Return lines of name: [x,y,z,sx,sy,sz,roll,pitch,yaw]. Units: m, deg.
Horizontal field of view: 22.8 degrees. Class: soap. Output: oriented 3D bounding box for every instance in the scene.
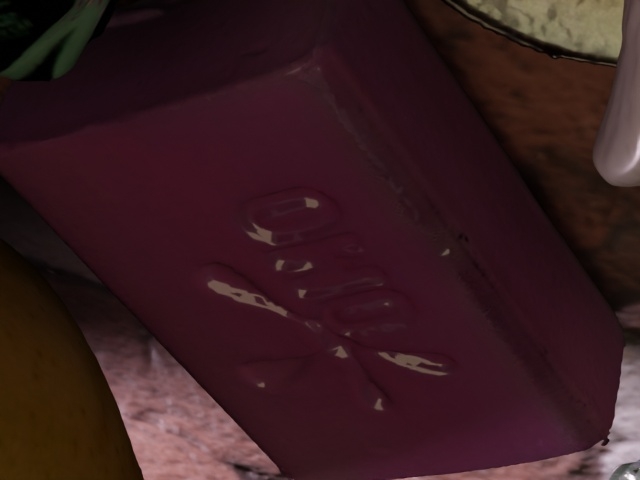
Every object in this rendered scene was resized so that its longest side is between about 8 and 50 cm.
soap: [0.000,0.002,0.698,0.181,0.081,0.259,-12,134,31]

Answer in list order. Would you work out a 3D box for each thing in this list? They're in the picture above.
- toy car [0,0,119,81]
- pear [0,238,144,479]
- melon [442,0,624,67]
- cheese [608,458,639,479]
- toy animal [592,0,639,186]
toy car: [-0.106,-0.146,0.521,0.136,0.125,0.306,26,140,-13]
pear: [-0.262,0.138,0.739,0.362,0.363,0.418,-13,149,32]
melon: [0.116,-0.103,0.553,0.182,0.054,0.098,-11,129,29]
cheese: [0.211,0.133,0.829,0.120,0.026,0.067,11,142,6]
toy animal: [0.158,-0.133,0.369,0.271,0.206,0.265,-36,120,-2]
